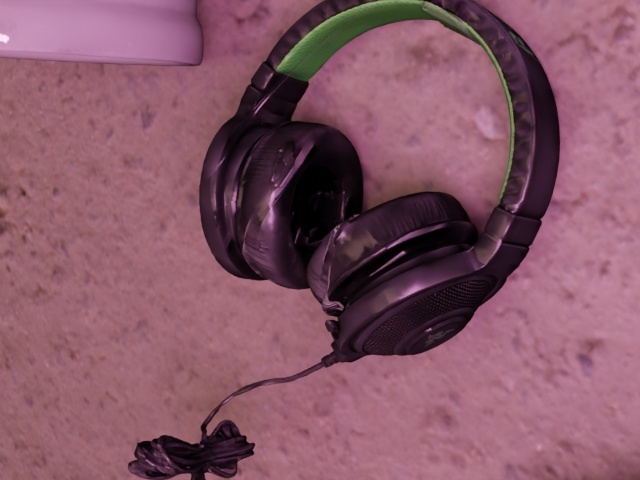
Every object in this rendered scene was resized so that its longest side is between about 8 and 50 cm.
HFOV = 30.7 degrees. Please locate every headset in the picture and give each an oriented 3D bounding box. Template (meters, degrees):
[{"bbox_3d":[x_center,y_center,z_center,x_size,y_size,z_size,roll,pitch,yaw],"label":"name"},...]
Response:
[{"bbox_3d":[0.000,0.000,0.829,0.243,0.185,0.394,34,104,30],"label":"headset"}]

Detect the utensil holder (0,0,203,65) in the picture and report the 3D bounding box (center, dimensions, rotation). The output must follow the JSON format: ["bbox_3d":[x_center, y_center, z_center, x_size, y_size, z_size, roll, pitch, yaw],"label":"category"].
[{"bbox_3d":[-0.245,-0.335,0.891,0.327,0.327,0.386,10,100,37],"label":"utensil holder"}]
